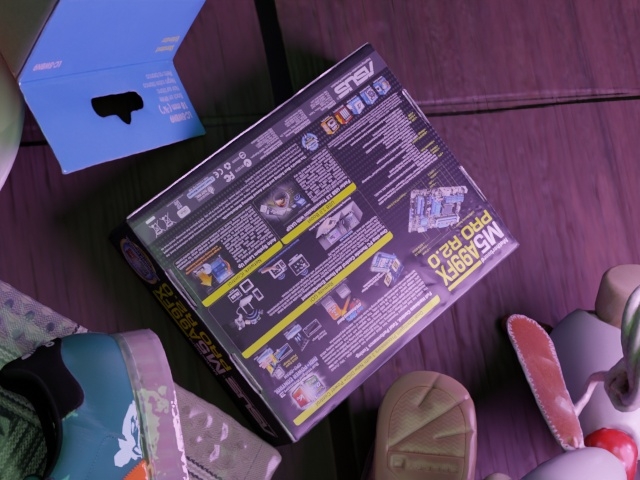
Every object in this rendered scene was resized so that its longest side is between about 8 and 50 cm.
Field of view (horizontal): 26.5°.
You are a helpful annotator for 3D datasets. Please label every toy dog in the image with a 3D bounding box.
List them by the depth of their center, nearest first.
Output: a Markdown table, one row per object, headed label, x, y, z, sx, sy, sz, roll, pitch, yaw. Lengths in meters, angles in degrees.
| label | x | y | z | sx | sy | sz | roll | pitch | yaw |
| --- | --- | --- | --- | --- | --- | --- | --- | --- | --- |
| toy dog | 0.185 | 0.120 | 1.057 | 0.161 | 0.334 | 0.220 | 14 | 95 | 21 |

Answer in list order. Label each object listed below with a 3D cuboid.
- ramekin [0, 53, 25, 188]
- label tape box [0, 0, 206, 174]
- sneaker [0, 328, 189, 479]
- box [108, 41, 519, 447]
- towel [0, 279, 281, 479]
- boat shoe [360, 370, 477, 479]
| label | x | y | z | sx | sy | sz | roll | pitch | yaw |
| --- | --- | --- | --- | --- | --- | --- | --- | --- | --- |
| ramekin | -0.347 | -0.092 | 0.937 | 0.273 | 0.127 | 0.273 | 5 | 76 | -22 |
| label tape box | -0.173 | -0.233 | 0.986 | 0.333 | 0.106 | 0.240 | 60 | 23 | 0 |
| sneaker | -0.147 | 0.210 | 0.916 | 0.121 | 0.108 | 0.302 | -5 | 69 | -24 |
| box | 0.000 | 0.000 | 1.099 | 0.270 | 0.060 | 0.216 | -39 | 95 | -25 |
| towel | -0.224 | 0.208 | 0.969 | 0.324 | 0.056 | 0.312 | 33 | 64 | -10 |
| boat shoe | 0.067 | 0.247 | 1.049 | 0.103 | 0.092 | 0.285 | 6 | 70 | 3 |
